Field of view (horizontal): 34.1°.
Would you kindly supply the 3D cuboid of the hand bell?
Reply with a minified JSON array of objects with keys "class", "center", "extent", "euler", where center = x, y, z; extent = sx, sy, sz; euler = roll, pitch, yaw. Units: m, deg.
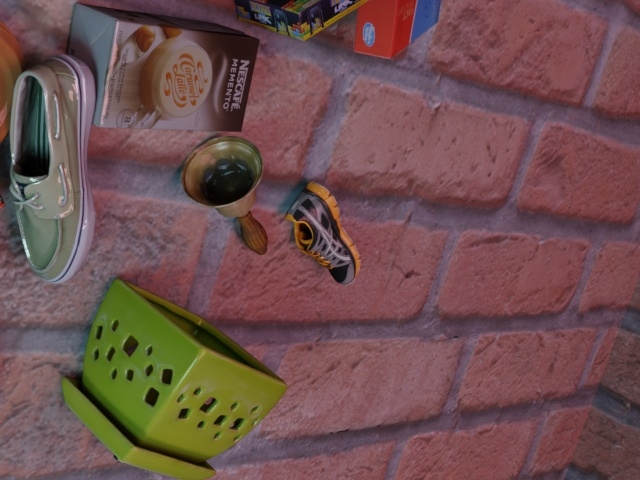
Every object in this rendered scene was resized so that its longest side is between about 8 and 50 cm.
[{"class":"hand bell","center":[-0.123,-0.044,1.631],"extent":[0.126,0.126,0.242],"euler":[-50,153,-17]}]

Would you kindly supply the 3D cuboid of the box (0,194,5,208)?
[{"class":"box","center":[-0.437,-0.061,1.240],"extent":[0.094,0.027,0.137],"euler":[-34,156,-17]}]

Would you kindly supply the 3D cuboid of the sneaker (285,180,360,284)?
[{"class":"sneaker","center":[0.000,0.000,1.795],"extent":[0.083,0.084,0.215],"euler":[-42,127,-23]}]

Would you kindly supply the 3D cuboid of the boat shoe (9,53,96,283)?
[{"class":"boat shoe","center":[-0.348,-0.082,1.306],"extent":[0.094,0.109,0.302],"euler":[-30,130,-57]}]

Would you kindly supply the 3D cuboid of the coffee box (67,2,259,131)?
[{"class":"coffee box","center":[-0.212,-0.227,1.402],"extent":[0.246,0.098,0.141],"euler":[-5,114,-48]}]

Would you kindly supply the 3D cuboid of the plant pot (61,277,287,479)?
[{"class":"plant pot","center":[-0.227,0.218,1.540],"extent":[0.207,0.227,0.228],"euler":[-56,142,-1]}]

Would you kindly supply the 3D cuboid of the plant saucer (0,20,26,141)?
[{"class":"plant saucer","center":[-0.421,-0.173,1.222],"extent":[0.200,0.037,0.200],"euler":[-36,139,-39]}]

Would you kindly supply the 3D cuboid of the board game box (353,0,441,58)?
[{"class":"board game box","center":[0.139,-0.469,1.625],"extent":[0.242,0.064,0.316],"euler":[-46,147,-55]}]

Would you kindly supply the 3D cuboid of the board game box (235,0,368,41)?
[{"class":"board game box","center":[-0.017,-0.361,1.519],"extent":[0.170,0.141,0.048],"euler":[-38,136,-30]}]
